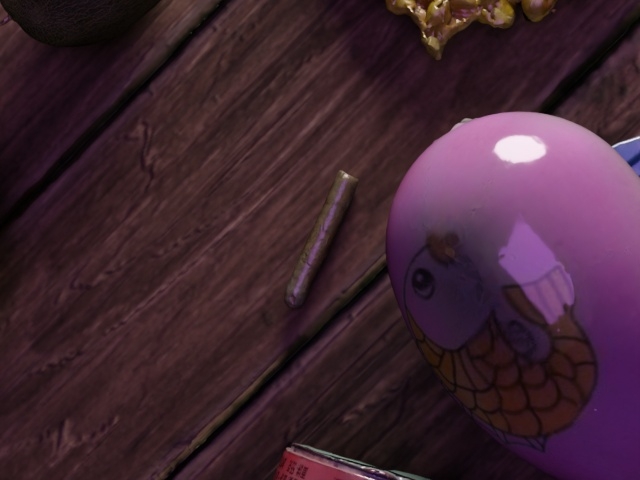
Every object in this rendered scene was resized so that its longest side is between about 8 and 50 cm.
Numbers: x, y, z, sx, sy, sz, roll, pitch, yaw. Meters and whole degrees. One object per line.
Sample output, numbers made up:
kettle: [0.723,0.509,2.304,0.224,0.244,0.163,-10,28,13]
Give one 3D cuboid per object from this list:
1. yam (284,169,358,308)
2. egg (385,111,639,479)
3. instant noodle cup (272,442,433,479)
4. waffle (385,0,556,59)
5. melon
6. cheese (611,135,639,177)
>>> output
yam: [0.000,0.000,0.871,0.021,0.021,0.116,24,89,10]
egg: [0.160,0.040,0.756,0.196,0.196,0.271,-43,85,4]
instant noodle cup: [0.019,0.284,0.763,0.243,0.244,0.255,15,80,10]
waffle: [0.120,-0.280,0.855,0.245,0.052,0.254,-36,80,7]
melon: [-0.185,-0.217,0.870,0.167,0.114,0.114,-33,82,4]
cheese: [0.317,-0.081,0.807,0.244,0.052,0.135,-37,81,5]
